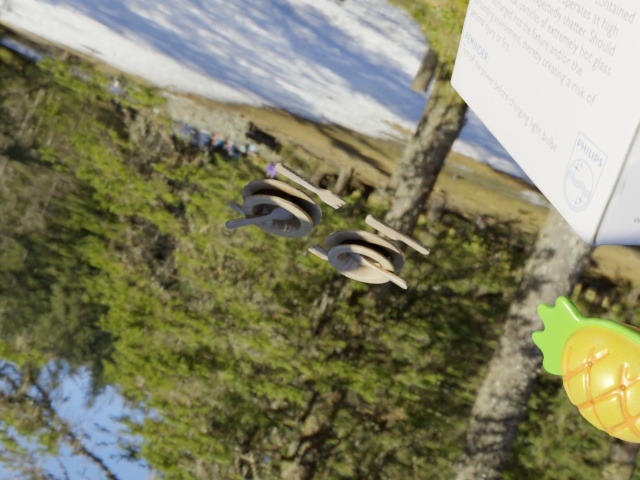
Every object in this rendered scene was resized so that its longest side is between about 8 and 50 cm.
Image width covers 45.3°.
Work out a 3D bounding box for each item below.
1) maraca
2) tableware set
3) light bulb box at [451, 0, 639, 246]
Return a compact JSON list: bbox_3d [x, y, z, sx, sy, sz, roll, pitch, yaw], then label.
[{"bbox_3d":[0.291,0.131,0.783,0.099,0.127,0.186,-21,-140,-29],"label":"maraca"},{"bbox_3d":[0.000,0.000,0.802,0.194,0.039,0.128,29,151,-19],"label":"tableware set"},{"bbox_3d":[0.300,-0.199,0.395,0.358,0.360,0.225,1,-147,-14],"label":"light bulb box"}]
